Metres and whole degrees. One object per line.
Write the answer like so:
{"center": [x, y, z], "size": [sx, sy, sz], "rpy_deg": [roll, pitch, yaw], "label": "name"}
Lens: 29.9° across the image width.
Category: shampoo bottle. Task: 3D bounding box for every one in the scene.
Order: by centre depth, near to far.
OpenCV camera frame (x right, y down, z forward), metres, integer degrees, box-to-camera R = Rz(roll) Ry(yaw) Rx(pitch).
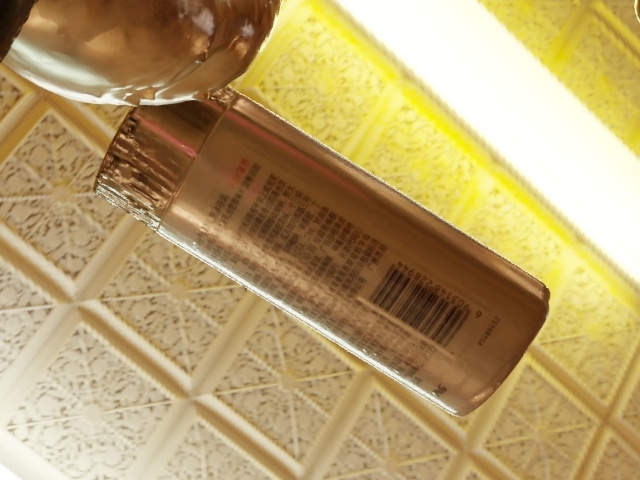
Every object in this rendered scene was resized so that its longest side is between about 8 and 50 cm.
{"center": [0.000, 0.000, 0.607], "size": [0.227, 0.086, 0.056], "rpy_deg": [31, -151, -3], "label": "shampoo bottle"}

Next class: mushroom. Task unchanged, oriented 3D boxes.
{"center": [-0.065, -0.124, 0.410], "size": [0.166, 0.127, 0.166], "rpy_deg": [-1, -90, -65], "label": "mushroom"}

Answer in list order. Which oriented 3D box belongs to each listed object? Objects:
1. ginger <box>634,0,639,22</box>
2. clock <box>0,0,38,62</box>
{"center": [0.265, -0.127, 0.564], "size": [0.274, 0.152, 0.357], "rpy_deg": [-56, -48, -27], "label": "ginger"}
{"center": [-0.125, -0.058, 0.203], "size": [0.042, 0.215, 0.215], "rpy_deg": [34, -120, 15], "label": "clock"}
